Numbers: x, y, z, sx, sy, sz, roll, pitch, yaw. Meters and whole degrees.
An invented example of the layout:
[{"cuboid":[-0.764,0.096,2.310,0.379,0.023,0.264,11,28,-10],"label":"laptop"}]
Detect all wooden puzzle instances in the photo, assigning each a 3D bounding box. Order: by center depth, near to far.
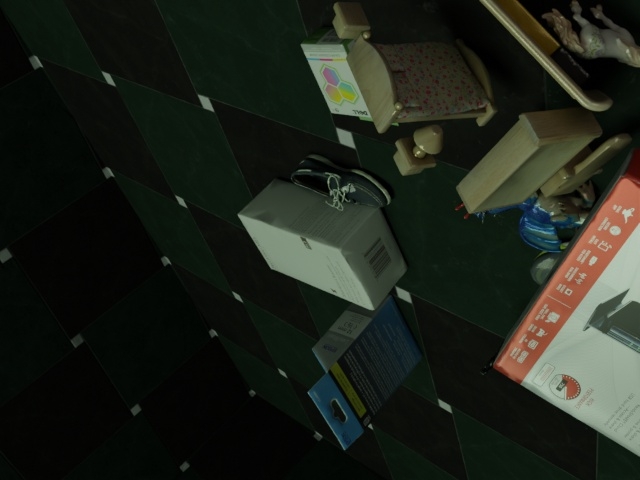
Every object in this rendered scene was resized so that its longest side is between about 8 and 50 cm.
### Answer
[{"cuboid":[0.272,-0.258,0.918,0.238,0.221,0.044,42,112,2],"label":"wooden puzzle"}]

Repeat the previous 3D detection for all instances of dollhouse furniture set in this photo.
[{"cuboid":[0.231,-0.241,1.017,0.174,0.303,0.356,-52,54,53],"label":"dollhouse furniture set"}]

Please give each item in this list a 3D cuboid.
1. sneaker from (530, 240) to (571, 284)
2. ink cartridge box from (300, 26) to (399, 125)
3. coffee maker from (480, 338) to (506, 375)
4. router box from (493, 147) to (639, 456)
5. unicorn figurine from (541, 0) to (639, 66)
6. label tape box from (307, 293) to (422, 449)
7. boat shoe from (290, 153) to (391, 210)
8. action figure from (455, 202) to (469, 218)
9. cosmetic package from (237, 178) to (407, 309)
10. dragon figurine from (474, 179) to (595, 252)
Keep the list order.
[{"cuboid":[0.475,0.090,1.193,0.299,0.121,0.111,18,144,45],"label":"sneaker"},{"cuboid":[0.057,-0.286,1.327,0.109,0.062,0.209,17,145,45],"label":"ink cartridge box"},{"cuboid":[0.446,0.255,1.445,0.178,0.171,0.120,38,-178,21],"label":"coffee maker"},{"cuboid":[0.416,0.104,0.856,0.301,0.082,0.336,30,130,13],"label":"router box"},{"cuboid":[0.354,-0.248,0.881,0.060,0.161,0.111,93,157,-52],"label":"unicorn figurine"},{"cuboid":[0.097,0.335,1.904,0.115,0.348,0.249,15,143,48],"label":"label tape box"},{"cuboid":[0.041,-0.121,1.596,0.254,0.079,0.095,29,151,31],"label":"boat shoe"},{"cuboid":[0.291,-0.073,1.343,0.038,0.030,0.115,48,154,4],"label":"action figure"},{"cuboid":[0.000,0.000,1.760,0.384,0.156,0.217,16,145,46],"label":"cosmetic package"},{"cuboid":[0.378,-0.041,1.180,0.289,0.085,0.144,30,153,20],"label":"dragon figurine"}]
